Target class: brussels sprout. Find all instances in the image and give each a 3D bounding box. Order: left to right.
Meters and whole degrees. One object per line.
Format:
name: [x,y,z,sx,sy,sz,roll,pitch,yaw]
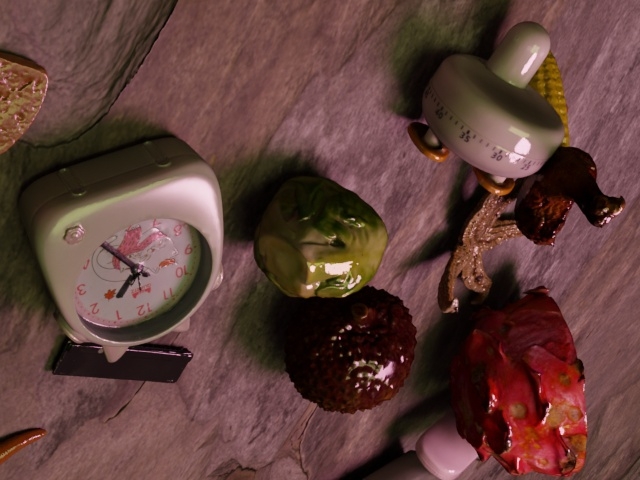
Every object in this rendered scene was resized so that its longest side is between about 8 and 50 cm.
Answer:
brussels sprout: [0.000,0.000,1.487,0.223,0.223,0.161,-16,146,-28]

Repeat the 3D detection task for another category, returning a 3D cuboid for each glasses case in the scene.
glasses case: [0.314,0.412,2.060,0.297,0.113,0.075,-26,155,-47]

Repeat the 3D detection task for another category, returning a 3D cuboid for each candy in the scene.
candy: [0.375,-0.244,1.646,0.094,0.106,0.198,-7,96,-55]

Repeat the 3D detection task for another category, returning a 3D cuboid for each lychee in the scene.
lychee: [0.049,0.190,1.655,0.236,0.236,0.271,-23,158,-23]

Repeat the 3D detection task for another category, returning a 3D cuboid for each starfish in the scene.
starfish: [0.307,0.012,1.806,0.327,0.094,0.375,-49,153,-20]

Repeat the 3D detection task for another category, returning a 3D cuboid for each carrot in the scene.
carrot: [-0.492,0.328,1.482,0.142,0.035,0.035,-28,135,-24]

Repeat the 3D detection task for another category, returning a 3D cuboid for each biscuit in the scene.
biscuit: [-0.432,-0.156,1.158,0.221,0.029,0.142,-29,134,-18]

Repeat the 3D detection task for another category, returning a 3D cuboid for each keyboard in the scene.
keyboard: [-0.313,0.192,1.524,0.231,0.023,0.072,12,120,-42]

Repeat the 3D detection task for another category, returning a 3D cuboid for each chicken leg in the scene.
chicken leg: [0.390,-0.074,1.550,0.096,0.407,0.158,3,88,-5]

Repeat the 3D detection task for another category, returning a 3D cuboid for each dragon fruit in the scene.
dragon fruit: [0.386,0.294,1.919,0.249,0.371,0.386,-8,89,-2]

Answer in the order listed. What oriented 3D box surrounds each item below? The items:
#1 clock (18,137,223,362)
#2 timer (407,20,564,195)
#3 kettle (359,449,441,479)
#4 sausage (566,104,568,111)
clock: [-0.272,0.029,1.367,0.265,0.108,0.324,-22,133,-25]
timer: [0.285,-0.218,1.515,0.234,0.233,0.240,5,129,-40]
kettle: [0.086,0.663,2.069,0.377,0.250,0.361,-23,160,-19]
sausage: [0.380,-0.200,1.730,0.154,0.062,0.062,-48,137,3]
